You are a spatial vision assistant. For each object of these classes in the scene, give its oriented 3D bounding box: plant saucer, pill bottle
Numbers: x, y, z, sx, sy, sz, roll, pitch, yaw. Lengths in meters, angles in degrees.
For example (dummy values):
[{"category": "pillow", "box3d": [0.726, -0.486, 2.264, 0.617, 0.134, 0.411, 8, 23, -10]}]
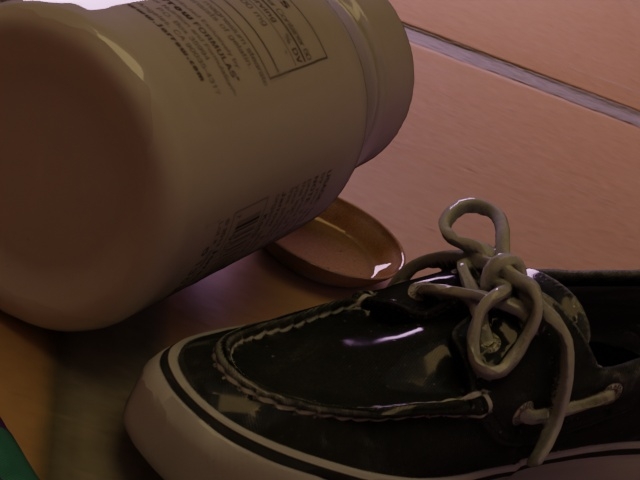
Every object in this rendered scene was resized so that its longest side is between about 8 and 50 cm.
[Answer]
[{"category": "plant saucer", "box3d": [0.000, 0.000, 0.879, 0.083, 0.015, 0.083, 20, 26, -10]}, {"category": "pill bottle", "box3d": [-0.055, -0.054, 0.784, 0.131, 0.131, 0.229, 33, 29, 17]}]

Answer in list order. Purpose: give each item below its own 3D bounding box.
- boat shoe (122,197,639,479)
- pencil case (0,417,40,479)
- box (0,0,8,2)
[{"category": "boat shoe", "box3d": [0.065, 0.048, 0.736, 0.306, 0.105, 0.113, 6, 31, -37]}, {"category": "pencil case", "box3d": [-0.109, 0.092, 0.536, 0.070, 0.064, 0.152, 25, 18, -44]}, {"category": "box", "box3d": [-0.153, -0.150, 0.891, 0.180, 0.078, 0.147, 13, 17, 27]}]
